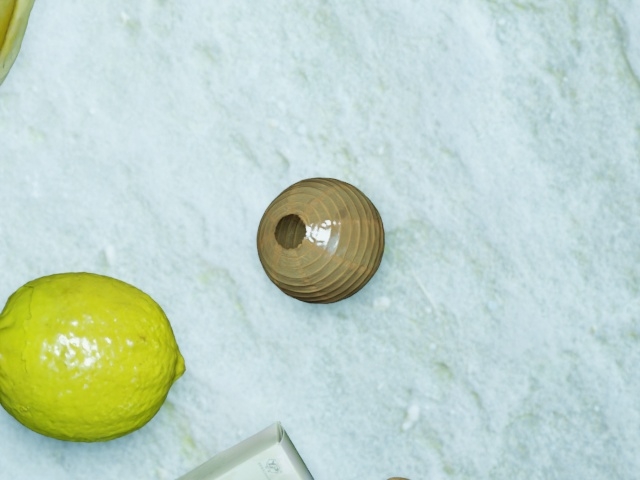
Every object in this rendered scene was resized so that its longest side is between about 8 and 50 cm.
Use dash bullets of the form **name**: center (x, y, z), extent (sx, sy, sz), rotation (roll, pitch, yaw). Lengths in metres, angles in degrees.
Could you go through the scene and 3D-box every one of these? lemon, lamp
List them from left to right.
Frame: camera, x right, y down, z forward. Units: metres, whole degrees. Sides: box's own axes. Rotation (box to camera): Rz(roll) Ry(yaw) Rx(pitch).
- **lemon**: center (-0.241, 0.116, 1.660), extent (0.193, 0.180, 0.180), rotation (-17, 98, -7)
- **lamp**: center (0.000, 0.000, 1.706), extent (0.136, 0.136, 0.136), rotation (-1, 95, -9)

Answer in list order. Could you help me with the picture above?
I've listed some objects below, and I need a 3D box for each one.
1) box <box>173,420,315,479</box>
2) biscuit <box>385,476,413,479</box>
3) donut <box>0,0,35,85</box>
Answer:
- **box**: center (-0.060, 0.328, 1.739), extent (0.168, 0.095, 0.212), rotation (-30, 99, 0)
- **biscuit**: center (0.076, 0.322, 1.807), extent (0.130, 0.019, 0.102), rotation (-44, 100, -3)
- **donut**: center (-0.488, -0.280, 1.554), extent (0.449, 0.198, 0.449), rotation (-2, 104, -10)
